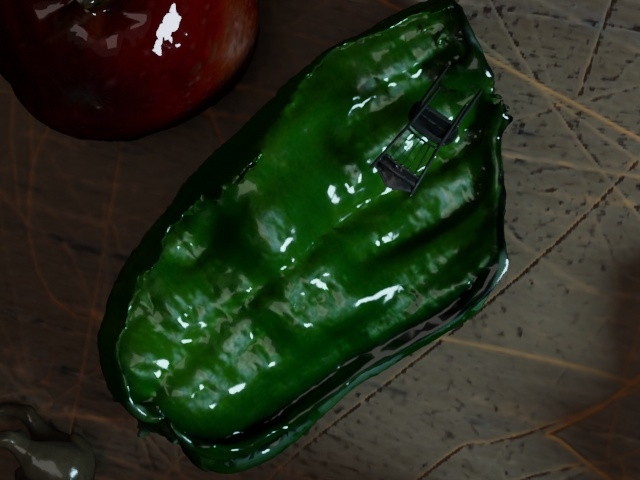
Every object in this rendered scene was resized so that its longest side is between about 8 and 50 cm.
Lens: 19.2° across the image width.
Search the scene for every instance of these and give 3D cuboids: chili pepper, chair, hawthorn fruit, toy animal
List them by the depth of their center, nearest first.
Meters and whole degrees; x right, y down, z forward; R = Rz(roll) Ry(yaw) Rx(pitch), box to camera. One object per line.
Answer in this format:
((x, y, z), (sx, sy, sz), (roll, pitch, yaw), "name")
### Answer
((0.073, -0.075, 1.288), (0.037, 0.042, 0.086), (36, 119, 1), "chair")
((-0.147, -0.183, 1.348), (0.210, 0.266, 0.230), (-2, 96, -5), "hawthorn fruit")
((0.003, 0.003, 1.375), (0.213, 0.167, 0.385), (45, 89, -8), "chili pepper")
((-0.233, 0.249, 1.473), (0.186, 0.094, 0.214), (29, 91, 2), "toy animal")
